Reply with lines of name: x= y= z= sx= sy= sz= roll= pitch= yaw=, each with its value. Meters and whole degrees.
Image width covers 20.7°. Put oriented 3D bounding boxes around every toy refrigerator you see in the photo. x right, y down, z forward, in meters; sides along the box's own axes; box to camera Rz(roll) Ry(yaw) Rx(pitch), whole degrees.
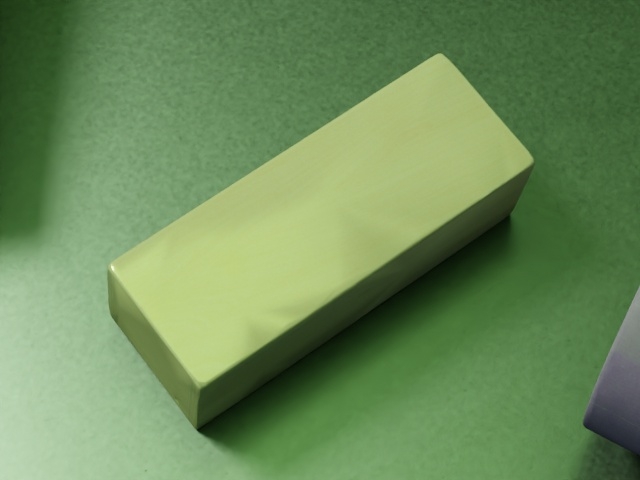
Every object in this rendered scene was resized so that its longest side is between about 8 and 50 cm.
toy refrigerator: x=0.000 y=0.000 z=1.144 sx=0.269 sy=0.094 sz=0.102 roll=-34 pitch=74 yaw=-18

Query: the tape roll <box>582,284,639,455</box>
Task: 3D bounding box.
tape roll: x=0.256 y=0.008 z=1.039 sx=0.090 sy=0.275 sz=0.275 roll=28 pitch=64 yaw=13
